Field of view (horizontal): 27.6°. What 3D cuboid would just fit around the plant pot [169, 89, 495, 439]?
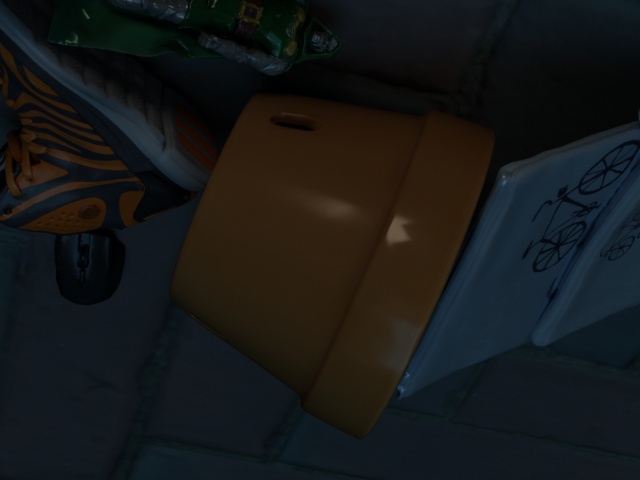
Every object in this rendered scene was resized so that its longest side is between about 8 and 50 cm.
[{"bbox_3d":[0.000,0.000,1.123,0.204,0.291,0.291,23,138,1],"label":"plant pot"}]

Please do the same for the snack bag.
[{"bbox_3d":[0.240,0.002,1.151,0.343,0.037,0.323,-18,148,-29],"label":"snack bag"}]

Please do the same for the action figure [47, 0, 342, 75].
[{"bbox_3d":[-0.085,-0.187,1.023,0.232,0.137,0.063,15,180,-28],"label":"action figure"}]

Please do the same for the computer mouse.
[{"bbox_3d":[-0.231,-0.011,1.277,0.071,0.041,0.242,5,139,-3],"label":"computer mouse"}]

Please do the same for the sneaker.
[{"bbox_3d":[-0.242,-0.104,1.085,0.180,0.124,0.321,-29,129,20],"label":"sneaker"}]
